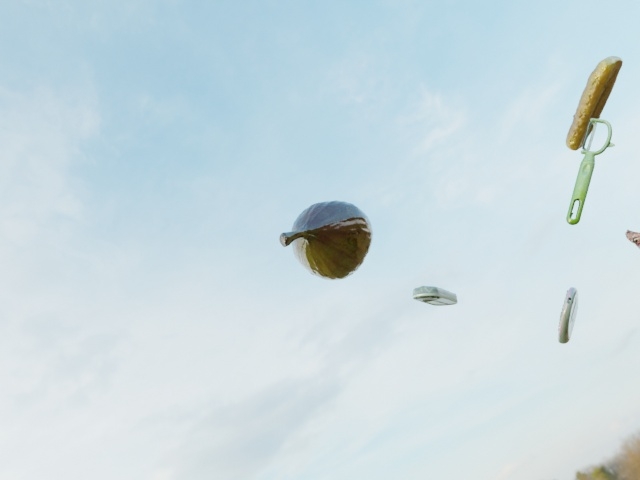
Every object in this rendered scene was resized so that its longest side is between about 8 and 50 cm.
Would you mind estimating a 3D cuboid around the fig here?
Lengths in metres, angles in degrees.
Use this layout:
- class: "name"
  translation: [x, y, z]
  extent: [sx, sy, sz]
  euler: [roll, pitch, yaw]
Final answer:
- class: "fig"
  translation: [0.000, 0.000, 1.334]
  extent: [0.217, 0.217, 0.321]
  euler: [-45, -16, 17]

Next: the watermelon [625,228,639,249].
- class: "watermelon"
  translation: [0.956, 0.036, 1.531]
  extent: [0.098, 0.158, 0.121]
  euler: [23, -106, -43]

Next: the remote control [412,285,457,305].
- class: "remote control"
  translation: [0.427, 0.209, 2.002]
  extent: [0.104, 0.052, 0.247]
  euler: [-11, -19, 35]

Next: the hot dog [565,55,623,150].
- class: "hot dog"
  translation: [0.742, -0.371, 1.480]
  extent: [0.088, 0.061, 0.286]
  euler: [-30, -36, -31]

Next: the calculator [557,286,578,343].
- class: "calculator"
  translation: [0.906, 0.279, 1.968]
  extent: [0.185, 0.041, 0.299]
  euler: [-64, -32, -21]

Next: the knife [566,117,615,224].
- class: "knife"
  translation: [0.509, -0.128, 1.014]
  extent: [0.015, 0.054, 0.212]
  euler: [26, -99, -61]
